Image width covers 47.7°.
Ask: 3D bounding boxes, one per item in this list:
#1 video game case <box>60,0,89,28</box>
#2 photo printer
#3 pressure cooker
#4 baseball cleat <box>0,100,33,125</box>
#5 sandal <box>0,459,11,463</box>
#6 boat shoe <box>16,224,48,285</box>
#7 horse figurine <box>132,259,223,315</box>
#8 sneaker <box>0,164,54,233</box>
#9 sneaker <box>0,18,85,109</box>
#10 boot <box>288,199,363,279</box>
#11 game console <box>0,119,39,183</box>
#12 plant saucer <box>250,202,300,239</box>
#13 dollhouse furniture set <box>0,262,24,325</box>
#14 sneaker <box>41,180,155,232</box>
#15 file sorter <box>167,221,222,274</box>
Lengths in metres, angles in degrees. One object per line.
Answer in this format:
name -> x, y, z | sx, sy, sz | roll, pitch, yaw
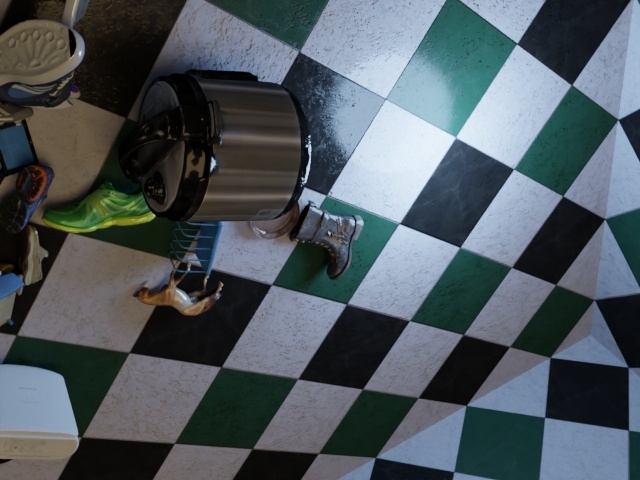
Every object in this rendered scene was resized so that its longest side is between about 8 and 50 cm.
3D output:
video game case -> -0.492, -0.568, 1.521 | 0.026, 0.206, 0.227 | 18, 113, -17
photo printer -> -0.815, 0.457, 1.983 | 0.256, 0.307, 0.107 | 15, 112, -36
pressure cooker -> -0.277, -0.226, 1.789 | 0.420, 0.375, 0.370 | -3, 126, -32
baseball cleat -> -0.755, -0.312, 1.628 | 0.206, 0.072, 0.109 | -11, 120, -31
sandal -> -0.978, 0.606, 2.127 | 0.445, 0.107, 0.168 | -9, 126, -28
boat shoe -> -0.750, 0.033, 1.895 | 0.072, 0.068, 0.190 | -14, 139, -39
horse figurine -> -0.411, 0.160, 2.199 | 0.263, 0.066, 0.174 | 33, 95, -41
sneaker -> -0.723, -0.100, 1.795 | 0.221, 0.083, 0.087 | -45, 180, 24
sneaker -> -0.577, -0.369, 1.567 | 0.236, 0.322, 0.130 | 6, 78, -65
boot -> 0.000, 0.000, 2.346 | 0.229, 0.091, 0.263 | 8, 113, -30
game console -> -0.740, -0.204, 1.710 | 0.085, 0.124, 0.144 | -3, 127, 1
plant saucer -> -0.143, -0.080, 2.221 | 0.168, 0.029, 0.168 | -17, 129, -23
dollhouse furniture set -> -0.949, 0.191, 1.876 | 0.303, 0.198, 0.286 | -41, 168, -45
sneaker -> -0.579, -0.093, 1.895 | 0.295, 0.109, 0.123 | -12, 108, -27
file sorter -> -0.364, -0.005, 2.074 | 0.104, 0.118, 0.170 | 2, 121, -29
